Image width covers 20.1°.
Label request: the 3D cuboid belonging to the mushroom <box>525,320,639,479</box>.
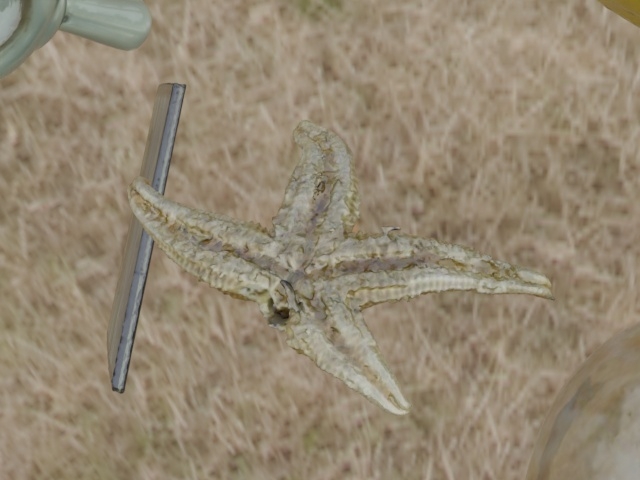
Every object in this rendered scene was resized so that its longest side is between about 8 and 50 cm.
[{"bbox_3d":[0.300,0.194,1.257,0.297,0.290,0.297,-24,56,39],"label":"mushroom"}]

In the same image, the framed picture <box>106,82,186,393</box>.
[{"bbox_3d":[-0.162,-0.016,1.649,0.016,0.347,0.265,12,94,-9],"label":"framed picture"}]

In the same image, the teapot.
[{"bbox_3d":[-0.314,-0.224,1.732,0.220,0.318,0.149,-42,41,1],"label":"teapot"}]

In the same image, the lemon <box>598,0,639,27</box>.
[{"bbox_3d":[0.262,-0.243,1.007,0.297,0.297,0.297,-2,66,5],"label":"lemon"}]

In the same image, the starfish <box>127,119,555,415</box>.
[{"bbox_3d":[0.001,-0.002,1.063,0.138,0.050,0.247,-39,60,-23],"label":"starfish"}]
